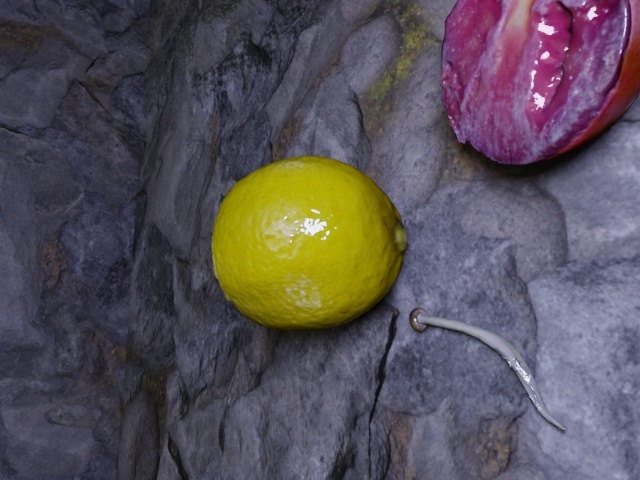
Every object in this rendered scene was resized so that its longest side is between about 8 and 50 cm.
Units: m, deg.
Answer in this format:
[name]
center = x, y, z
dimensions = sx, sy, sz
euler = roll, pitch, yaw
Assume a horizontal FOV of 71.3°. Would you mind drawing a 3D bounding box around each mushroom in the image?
[mushroom]
center = 0.269, 0.186, 0.738
dimensions = 0.306, 0.043, 0.068
euler = 30, 120, 45

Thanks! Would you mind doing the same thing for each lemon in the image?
[lemon]
center = 0.000, 0.000, 0.866
dimensions = 0.364, 0.364, 0.364
euler = -14, 70, 45

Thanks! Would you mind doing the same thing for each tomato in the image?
[tomato]
center = 0.336, -0.273, 0.683
dimensions = 0.335, 0.176, 0.290
euler = 48, 136, 46
